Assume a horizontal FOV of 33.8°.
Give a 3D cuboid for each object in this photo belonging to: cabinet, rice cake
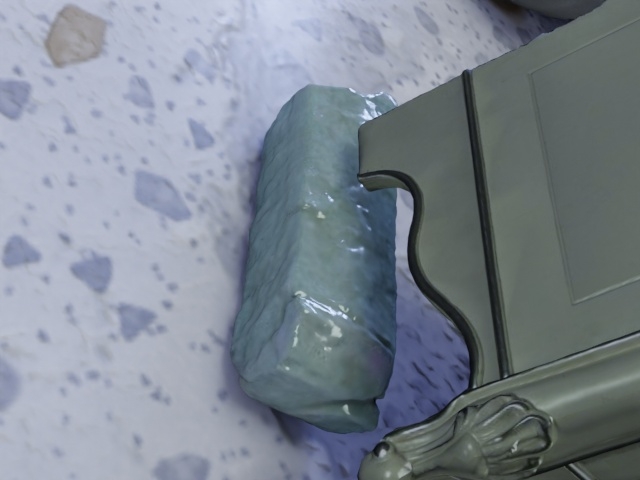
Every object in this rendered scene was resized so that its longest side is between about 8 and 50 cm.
[{"bbox_3d":[0.219,0.032,0.477,0.290,0.318,0.227,41,34,-39],"label":"cabinet"},{"bbox_3d":[0.000,0.000,0.540,0.069,0.063,0.206,25,44,-25],"label":"rice cake"}]

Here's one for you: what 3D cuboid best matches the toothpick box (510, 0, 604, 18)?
[{"bbox_3d":[0.257,-0.295,0.906,0.316,0.229,0.229,5,56,-41],"label":"toothpick box"}]
